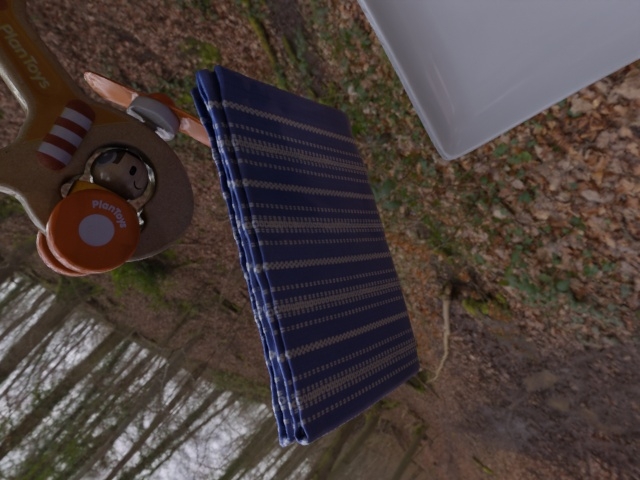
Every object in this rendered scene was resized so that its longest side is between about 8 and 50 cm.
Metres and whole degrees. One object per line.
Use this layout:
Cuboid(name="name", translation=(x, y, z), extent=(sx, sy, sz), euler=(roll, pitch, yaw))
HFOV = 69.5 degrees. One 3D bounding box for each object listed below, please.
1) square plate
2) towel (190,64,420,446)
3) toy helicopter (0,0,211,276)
Cuboid(name="square plate", translation=(0.197, -0.308, 0.439), extent=(0.344, 0.347, 0.049), euler=(59, -156, -8))
Cuboid(name="towel", translation=(0.000, 0.000, 0.473), extent=(0.243, 0.040, 0.335), euler=(-4, -104, -54))
Cuboid(name="toy helicopter", translation=(-0.266, -0.143, 0.510), extent=(0.140, 0.235, 0.355), euler=(-9, 116, 55))
